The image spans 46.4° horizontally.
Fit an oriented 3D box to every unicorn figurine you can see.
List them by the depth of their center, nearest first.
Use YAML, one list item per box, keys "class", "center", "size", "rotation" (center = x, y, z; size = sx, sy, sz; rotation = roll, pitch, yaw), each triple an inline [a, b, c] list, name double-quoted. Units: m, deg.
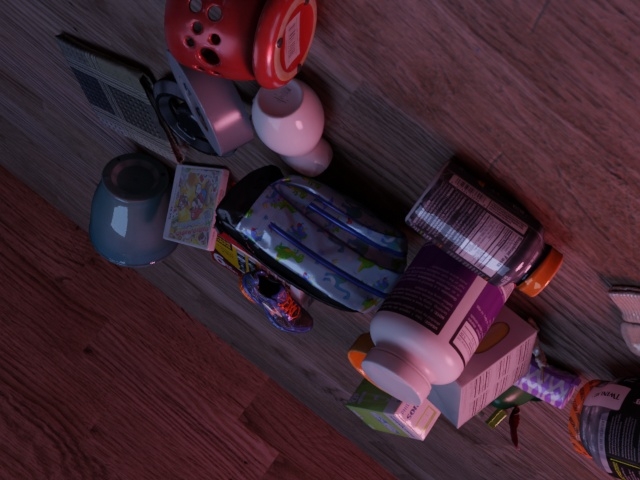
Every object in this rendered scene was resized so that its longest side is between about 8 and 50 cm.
- class: "unicorn figurine"
  center: [0.415, 0.200, 1.542]
  size: [0.162, 0.060, 0.111]
  rotation: [43, 167, 50]

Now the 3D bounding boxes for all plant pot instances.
- class: "plant pot"
  center: [-0.108, -0.327, 1.108]
  size: [0.174, 0.191, 0.191]
  rotation: [21, 155, 14]
- class: "plant pot"
  center: [0.199, 0.255, 1.801]
  size: [0.205, 0.188, 0.205]
  rotation: [31, 158, 14]
- class: "plant pot"
  center: [-0.530, -0.105, 2.150]
  size: [0.272, 0.271, 0.255]
  rotation: [33, 143, 11]

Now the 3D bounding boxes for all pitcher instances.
- class: "pitcher"
  center: [-0.072, -0.217, 1.360]
  size: [0.178, 0.125, 0.207]
  rotation: [27, 167, 18]

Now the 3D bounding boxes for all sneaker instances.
- class: "sneaker"
  center: [-0.106, 0.154, 1.874]
  size: [0.221, 0.083, 0.087]
  rotation: [38, 148, -8]

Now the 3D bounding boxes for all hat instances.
- class: "hat"
  center: [0.410, 0.386, 1.744]
  size: [0.173, 0.183, 0.208]
  rotation: [31, 158, 17]

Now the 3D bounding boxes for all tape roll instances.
- class: "tape roll"
  center: [-0.208, -0.272, 1.408]
  size: [0.219, 0.072, 0.219]
  rotation: [59, 170, 17]

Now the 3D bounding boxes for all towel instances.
- class: "towel"
  center: [-0.482, -0.350, 1.845]
  size: [0.324, 0.056, 0.312]
  rotation: [29, 154, 27]

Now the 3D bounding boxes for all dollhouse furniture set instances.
- class: "dollhouse furniture set"
  center: [0.435, 0.445, 2.048]
  size: [0.076, 0.058, 0.152]
  rotation: [45, 178, -37]

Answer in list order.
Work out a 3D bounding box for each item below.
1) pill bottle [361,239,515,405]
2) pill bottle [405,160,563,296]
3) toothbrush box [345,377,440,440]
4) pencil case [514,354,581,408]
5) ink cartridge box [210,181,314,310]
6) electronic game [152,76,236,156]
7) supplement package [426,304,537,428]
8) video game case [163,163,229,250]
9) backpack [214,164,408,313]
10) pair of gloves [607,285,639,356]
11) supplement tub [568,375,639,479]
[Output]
- class: "pill bottle"
  center: [0.211, 0.126, 1.334]
  size: [0.182, 0.323, 0.181]
  rotation: [32, 158, 15]
- class: "pill bottle"
  center: [0.272, -0.012, 1.224]
  size: [0.246, 0.130, 0.130]
  rotation: [36, 159, 4]
- class: "toothbrush box"
  center: [0.226, 0.423, 2.080]
  size: [0.122, 0.206, 0.283]
  rotation: [43, 157, -13]
- class: "pencil case"
  center: [0.451, 0.279, 1.611]
  size: [0.206, 0.086, 0.088]
  rotation: [27, 133, 22]
- class: "ink cartridge box"
  center: [-0.142, 0.025, 1.950]
  size: [0.310, 0.130, 0.271]
  rotation: [32, 157, 15]
- class: "electronic game"
  center: [-0.280, -0.272, 1.669]
  size: [0.229, 0.048, 0.229]
  rotation: [30, 156, 15]
- class: "supplement package"
  center: [0.281, 0.216, 1.481]
  size: [0.194, 0.203, 0.149]
  rotation: [42, 152, 36]
- class: "video game case"
  center: [-0.324, -0.090, 1.927]
  size: [0.026, 0.206, 0.227]
  rotation: [11, -179, -42]
- class: "backpack"
  center: [0.000, 0.000, 1.502]
  size: [0.355, 0.273, 0.290]
  rotation: [48, -178, 5]
- class: "pair of gloves"
  center: [0.592, 0.164, 1.203]
  size: [0.240, 0.042, 0.204]
  rotation: [14, 149, 48]
- class: "supplement tub"
  center: [0.622, 0.354, 1.336]
  size: [0.316, 0.193, 0.193]
  rotation: [6, 142, 53]
